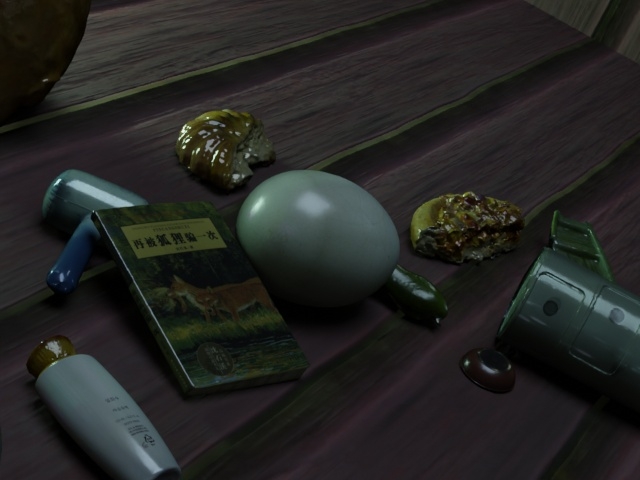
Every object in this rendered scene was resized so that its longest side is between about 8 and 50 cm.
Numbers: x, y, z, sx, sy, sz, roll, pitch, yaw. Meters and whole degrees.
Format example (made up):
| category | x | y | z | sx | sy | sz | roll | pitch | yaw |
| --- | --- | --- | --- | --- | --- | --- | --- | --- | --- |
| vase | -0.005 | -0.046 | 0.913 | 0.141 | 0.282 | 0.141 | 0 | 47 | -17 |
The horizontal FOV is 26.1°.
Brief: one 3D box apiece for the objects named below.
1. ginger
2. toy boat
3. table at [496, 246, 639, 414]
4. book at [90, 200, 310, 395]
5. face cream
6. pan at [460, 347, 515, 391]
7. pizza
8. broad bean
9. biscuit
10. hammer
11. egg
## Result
| category | x | y | z | sx | sy | sz | roll | pitch | yaw |
| --- | --- | --- | --- | --- | --- | --- | --- | --- | --- |
| ginger | -0.386 | -0.264 | 1.644 | 0.200 | 0.223 | 0.269 | 23 | 24 | -10 |
| toy boat | 0.356 | 0.057 | 1.844 | 0.093 | 0.055 | 0.293 | 18 | 27 | -14 |
| table | 0.334 | 0.113 | 1.644 | 0.220 | 0.126 | 0.126 | 29 | 27 | 4 |
| book | -0.125 | 0.054 | 1.423 | 0.160 | 0.024 | 0.228 | -5 | 55 | -44 |
| face cream | -0.193 | 0.156 | 1.217 | 0.072 | 0.051 | 0.182 | -10 | 44 | -47 |
| pan | 0.207 | 0.139 | 1.607 | 0.068 | 0.023 | 0.115 | 32 | 28 | 17 |
| pizza | 0.201 | -0.027 | 1.865 | 0.246 | 0.058 | 0.127 | -4 | 39 | -40 |
| broad bean | 0.046 | 0.024 | 1.662 | 0.256 | 0.052 | 0.053 | 31 | -14 | 19 |
| biscuit | -0.124 | -0.127 | 1.780 | 0.118 | 0.061 | 0.183 | 26 | 27 | 6 |
| hammer | -0.251 | 0.000 | 1.443 | 0.116 | 0.069 | 0.194 | 23 | 31 | -5 |
| egg | 0.000 | 0.000 | 1.548 | 0.209 | 0.151 | 0.151 | 15 | 26 | -41 |
